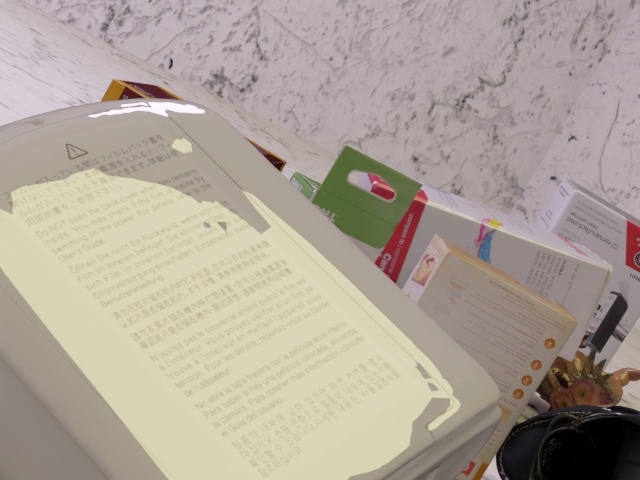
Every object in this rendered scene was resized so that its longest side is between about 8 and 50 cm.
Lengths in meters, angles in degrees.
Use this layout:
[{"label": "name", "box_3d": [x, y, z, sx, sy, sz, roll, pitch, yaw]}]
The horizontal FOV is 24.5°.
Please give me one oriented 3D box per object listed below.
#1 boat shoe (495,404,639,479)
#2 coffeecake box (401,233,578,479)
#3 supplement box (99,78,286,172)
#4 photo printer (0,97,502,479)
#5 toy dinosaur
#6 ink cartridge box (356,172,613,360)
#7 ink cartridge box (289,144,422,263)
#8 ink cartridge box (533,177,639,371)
[{"label": "boat shoe", "box_3d": [0.244, 0.201, 1.286, 0.113, 0.127, 0.340, 24, -4, -29]}, {"label": "coffeecake box", "box_3d": [0.124, 0.112, 1.361, 0.142, 0.185, 0.068, 29, 8, -13]}, {"label": "supplement box", "box_3d": [-0.168, -0.085, 1.734, 0.191, 0.129, 0.194, 31, 8, 5]}, {"label": "photo printer", "box_3d": [-0.087, 0.051, 0.796, 0.307, 0.107, 0.256, 44, 42, 18]}, {"label": "toy dinosaur", "box_3d": [0.316, 0.176, 1.929, 0.200, 0.127, 0.296, 14, 12, -42]}, {"label": "ink cartridge box", "box_3d": [0.179, 0.021, 1.825, 0.306, 0.131, 0.226, 22, 7, -3]}, {"label": "ink cartridge box", "box_3d": [0.000, 0.000, 1.520, 0.109, 0.209, 0.062, 26, 11, -30]}, {"label": "ink cartridge box", "box_3d": [0.400, 0.072, 2.311, 0.197, 0.273, 0.114, 29, 12, -6]}]
